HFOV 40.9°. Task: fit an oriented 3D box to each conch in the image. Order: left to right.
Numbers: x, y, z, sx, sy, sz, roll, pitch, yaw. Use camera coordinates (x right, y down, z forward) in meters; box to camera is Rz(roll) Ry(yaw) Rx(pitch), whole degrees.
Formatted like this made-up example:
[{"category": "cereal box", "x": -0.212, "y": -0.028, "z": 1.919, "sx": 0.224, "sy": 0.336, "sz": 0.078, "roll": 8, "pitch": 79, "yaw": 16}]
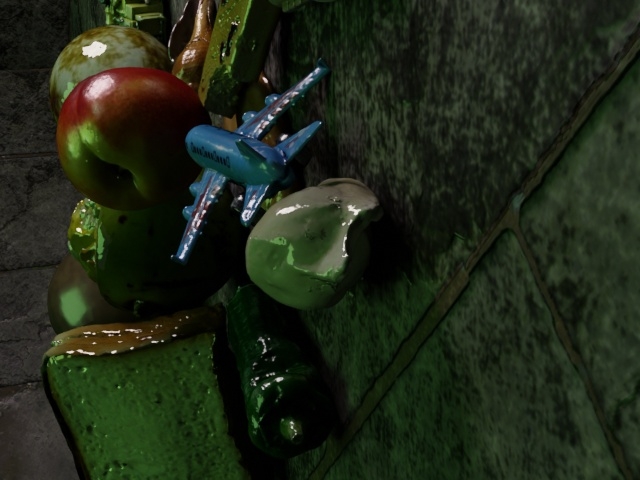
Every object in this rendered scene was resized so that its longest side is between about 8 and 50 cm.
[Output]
[{"category": "conch", "x": -0.179, "y": -0.276, "z": 1.270, "sx": 0.080, "sy": 0.086, "sz": 0.233, "roll": 48, "pitch": -154, "yaw": -44}]

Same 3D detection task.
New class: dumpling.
[{"category": "dumpling", "x": 0.000, "y": 0.000, "z": 0.804, "sx": 0.118, "sy": 0.136, "sz": 0.199, "roll": 45, "pitch": 164, "yaw": -18}]

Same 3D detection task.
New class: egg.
[{"category": "egg", "x": -0.346, "y": -0.235, "z": 1.511, "sx": 0.238, "sy": 0.238, "sz": 0.289, "roll": -117, "pitch": 11, "yaw": -45}]

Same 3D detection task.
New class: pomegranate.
[{"category": "pomegranate", "x": -0.231, "y": -0.040, "z": 1.281, "sx": 0.260, "sy": 0.260, "sz": 0.341, "roll": 135, "pitch": 155, "yaw": -66}]

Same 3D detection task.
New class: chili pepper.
[{"category": "chili pepper", "x": -0.053, "y": 0.165, "z": 1.017, "sx": 0.270, "sy": 0.099, "sz": 0.136, "roll": -128, "pitch": 46, "yaw": -63}]

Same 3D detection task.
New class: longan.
[{"category": "longan", "x": -0.381, "y": 0.104, "z": 1.667, "sx": 0.297, "sy": 0.297, "sz": 0.297, "roll": 174, "pitch": 90, "yaw": -70}]

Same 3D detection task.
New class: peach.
[{"category": "peach", "x": -0.234, "y": -0.134, "z": 1.084, "sx": 0.192, "sy": 0.190, "sz": 0.190, "roll": -89, "pitch": 6, "yaw": -54}]

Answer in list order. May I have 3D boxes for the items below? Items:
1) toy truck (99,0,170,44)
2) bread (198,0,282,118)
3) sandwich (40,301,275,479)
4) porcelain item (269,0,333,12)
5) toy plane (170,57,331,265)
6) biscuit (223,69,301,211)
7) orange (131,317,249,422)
[{"category": "toy truck", "x": -0.345, "y": -0.431, "z": 1.617, "sx": 0.135, "sy": 0.128, "sz": 0.260, "roll": 41, "pitch": 135, "yaw": 43}, {"category": "bread", "x": -0.091, "y": -0.245, "z": 1.005, "sx": 0.088, "sy": 0.049, "sz": 0.226, "roll": 55, "pitch": 134, "yaw": 46}, {"category": "sandwich", "x": -0.226, "y": 0.248, "z": 1.192, "sx": 0.099, "sy": 0.271, "sz": 0.301, "roll": -68, "pitch": -32, "yaw": -62}, {"category": "porcelain item", "x": -0.004, "y": -0.263, "z": 0.814, "sx": 0.213, "sy": 0.054, "sz": 0.084, "roll": -151, "pitch": 55, "yaw": -65}, {"category": "toy plane", "x": -0.083, "y": -0.084, "z": 0.915, "sx": 0.254, "sy": 0.105, "sz": 0.271, "roll": -54, "pitch": 19, "yaw": -5}, {"category": "biscuit", "x": -0.072, "y": -0.099, "z": 1.071, "sx": 0.154, "sy": 0.045, "sz": 0.299, "roll": 111, "pitch": 146, "yaw": -50}, {"category": "orange", "x": -0.240, "y": 0.263, "z": 1.333, "sx": 0.196, "sy": 0.262, "sz": 0.335, "roll": -105, "pitch": 5, "yaw": -62}]
